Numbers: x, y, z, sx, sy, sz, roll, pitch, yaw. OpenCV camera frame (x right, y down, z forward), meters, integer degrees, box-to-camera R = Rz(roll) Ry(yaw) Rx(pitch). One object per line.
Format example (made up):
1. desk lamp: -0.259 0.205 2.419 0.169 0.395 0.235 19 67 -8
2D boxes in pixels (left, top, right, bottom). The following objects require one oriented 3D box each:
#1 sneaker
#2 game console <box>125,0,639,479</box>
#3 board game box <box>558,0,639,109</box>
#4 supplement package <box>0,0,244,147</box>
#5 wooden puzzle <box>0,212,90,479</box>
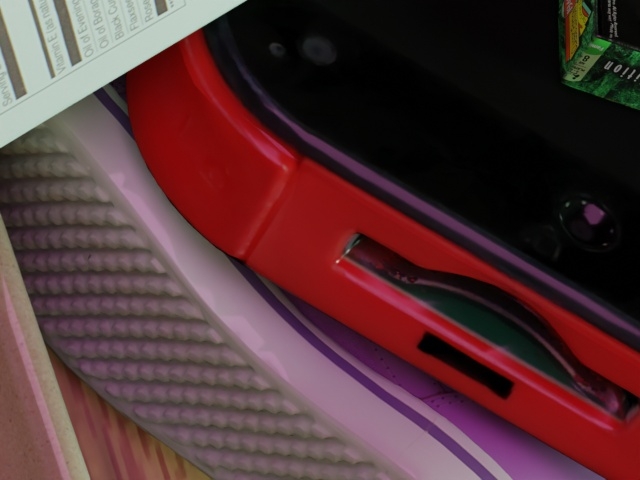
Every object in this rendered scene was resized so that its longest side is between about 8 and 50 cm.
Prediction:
1. sneaker: 0.000 0.001 0.649 0.282 0.102 0.161 43 54 6
2. game console: 0.155 -0.050 0.662 0.387 0.060 0.342 31 47 -2
3. board game box: 0.147 -0.135 0.666 0.136 0.030 0.259 16 50 -12
4. supplement package: -0.089 -0.184 0.540 0.263 0.198 0.199 -34 45 -23
5. wooden puzzle: -0.242 0.111 0.570 0.348 0.080 0.322 -18 78 -11
